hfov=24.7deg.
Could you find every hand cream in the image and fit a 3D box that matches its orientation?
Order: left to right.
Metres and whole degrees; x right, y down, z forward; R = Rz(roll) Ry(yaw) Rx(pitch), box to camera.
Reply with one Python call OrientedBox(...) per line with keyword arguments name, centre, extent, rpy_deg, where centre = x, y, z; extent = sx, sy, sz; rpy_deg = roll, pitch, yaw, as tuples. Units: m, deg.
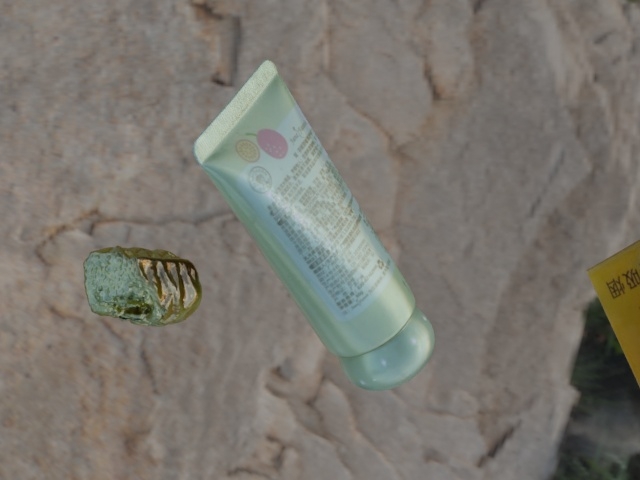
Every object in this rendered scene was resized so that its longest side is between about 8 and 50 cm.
OrientedBox(name="hand cream", centre=(0.000, 0.000, 1.290), extent=(0.306, 0.093, 0.147), rpy_deg=(59, 42, -23))

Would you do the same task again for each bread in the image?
OrientedBox(name="bread", centre=(-0.136, 0.037, 1.158), extent=(0.060, 0.066, 0.110), rpy_deg=(-56, 157, 12))

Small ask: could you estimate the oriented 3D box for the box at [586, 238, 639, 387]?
OrientedBox(name="box", centre=(0.278, 0.089, 0.881), extent=(0.070, 0.152, 0.237), rpy_deg=(-8, 71, -42))
